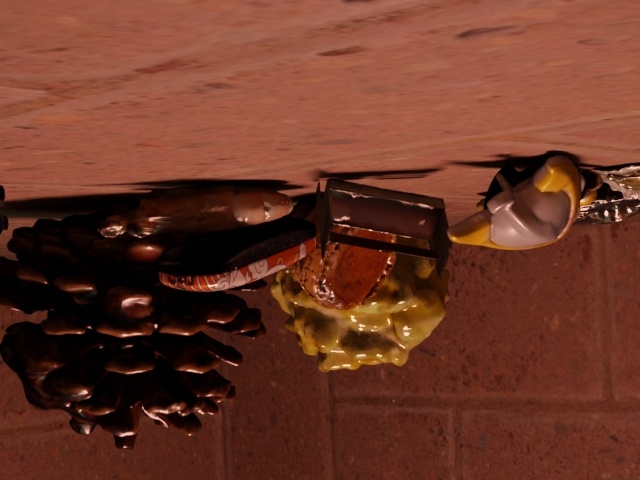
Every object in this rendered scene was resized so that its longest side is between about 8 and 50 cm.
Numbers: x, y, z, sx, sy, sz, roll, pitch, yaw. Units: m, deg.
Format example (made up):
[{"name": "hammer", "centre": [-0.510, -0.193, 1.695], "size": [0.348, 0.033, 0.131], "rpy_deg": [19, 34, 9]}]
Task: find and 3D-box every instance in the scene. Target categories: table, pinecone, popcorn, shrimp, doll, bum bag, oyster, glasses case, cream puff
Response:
[{"name": "table", "centre": [0.073, -0.029, 1.506], "size": [0.146, 0.062, 0.175], "rpy_deg": [10, -150, -9]}, {"name": "pinecone", "centre": [-0.260, 0.109, 1.762], "size": [0.398, 0.397, 0.398], "rpy_deg": [-3, 178, 0]}, {"name": "popcorn", "centre": [0.066, 0.088, 2.130], "size": [0.312, 0.312, 0.312], "rpy_deg": [-3, 178, 0]}, {"name": "shrimp", "centre": [-0.159, -0.042, 1.541], "size": [0.254, 0.059, 0.145], "rpy_deg": [-7, -171, -18]}, {"name": "doll", "centre": [0.259, -0.044, 1.507], "size": [0.146, 0.103, 0.316], "rpy_deg": [-9, -179, 25]}, {"name": "bum bag", "centre": [0.394, -0.057, 1.694], "size": [0.248, 0.069, 0.102], "rpy_deg": [-6, -154, 18]}, {"name": "oyster", "centre": [0.399, -0.085, 1.592], "size": [0.100, 0.037, 0.098], "rpy_deg": [17, 165, 18]}, {"name": "glasses case", "centre": [-0.100, 0.014, 1.559], "size": [0.103, 0.067, 0.267], "rpy_deg": [2, -167, 31]}, {"name": "cream puff", "centre": [0.000, 0.000, 1.832], "size": [0.169, 0.183, 0.183], "rpy_deg": [26, -164, 35]}]

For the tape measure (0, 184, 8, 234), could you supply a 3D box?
[{"name": "tape measure", "centre": [-0.464, -0.008, 1.383], "size": [0.207, 0.115, 0.235], "rpy_deg": [-3, 169, -19]}]

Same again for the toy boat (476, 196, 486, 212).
[{"name": "toy boat", "centre": [0.289, -0.046, 1.965], "size": [0.066, 0.065, 0.172], "rpy_deg": [-24, 175, 13]}]
